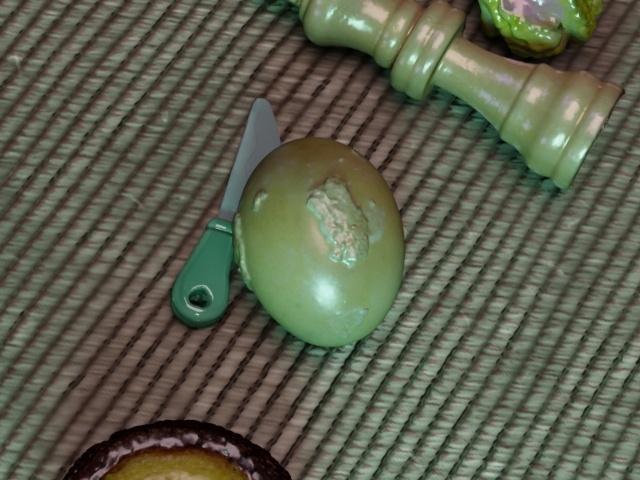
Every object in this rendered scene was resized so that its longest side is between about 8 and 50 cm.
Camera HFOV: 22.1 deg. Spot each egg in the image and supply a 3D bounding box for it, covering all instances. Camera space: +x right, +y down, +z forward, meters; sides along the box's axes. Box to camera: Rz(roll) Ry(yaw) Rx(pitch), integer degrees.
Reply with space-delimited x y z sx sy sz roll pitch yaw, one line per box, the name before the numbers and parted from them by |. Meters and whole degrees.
egg | -0.001 0.001 1.529 0.164 0.164 0.201 -11 72 -12

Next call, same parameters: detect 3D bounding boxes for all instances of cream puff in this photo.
cream puff | -0.121 0.272 1.393 0.239 0.165 0.239 2 67 -6

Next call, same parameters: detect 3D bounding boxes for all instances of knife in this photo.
knife | -0.079 -0.029 1.602 0.063 0.034 0.260 22 63 -2

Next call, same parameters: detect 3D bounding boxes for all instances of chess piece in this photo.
chess piece | 0.107 -0.197 1.653 0.397 0.117 0.117 30 67 7

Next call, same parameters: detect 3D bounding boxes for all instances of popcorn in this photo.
popcorn | 0.220 -0.257 1.687 0.145 0.126 0.125 33 80 -23
